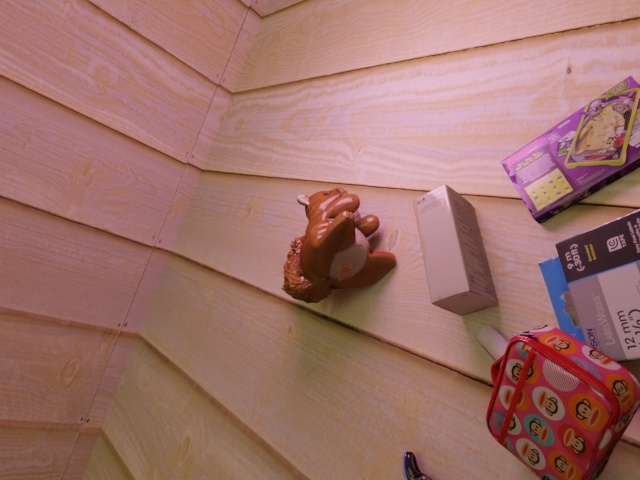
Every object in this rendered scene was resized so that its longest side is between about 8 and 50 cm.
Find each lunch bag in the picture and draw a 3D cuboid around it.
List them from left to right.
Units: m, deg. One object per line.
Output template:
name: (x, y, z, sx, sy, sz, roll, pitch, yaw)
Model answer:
lunch bag: (0.452, 0.321, 0.913, 0.258, 0.120, 0.294, 38, 134, 48)

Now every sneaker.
sneaker: (0.263, 0.602, 1.111, 0.078, 0.067, 0.188, -40, 48, 10)

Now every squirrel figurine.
squirrel figurine: (0.000, 0.000, 1.525, 0.397, 0.281, 0.371, -46, 38, 17)

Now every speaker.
speaker: (0.434, 0.265, 1.093, 0.055, 0.055, 0.136, -52, 43, 14)

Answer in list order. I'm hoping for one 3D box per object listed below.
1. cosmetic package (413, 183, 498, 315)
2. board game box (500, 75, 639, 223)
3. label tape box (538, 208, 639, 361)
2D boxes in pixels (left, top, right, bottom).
cosmetic package: (0.354, 0.026, 1.217, 0.113, 0.160, 0.310, -27, 53, 37)
board game box: (0.643, -0.216, 1.119, 0.346, 0.056, 0.208, -36, 53, 29)
label tape box: (0.569, 0.103, 0.880, 0.347, 0.115, 0.250, -38, 55, 55)
